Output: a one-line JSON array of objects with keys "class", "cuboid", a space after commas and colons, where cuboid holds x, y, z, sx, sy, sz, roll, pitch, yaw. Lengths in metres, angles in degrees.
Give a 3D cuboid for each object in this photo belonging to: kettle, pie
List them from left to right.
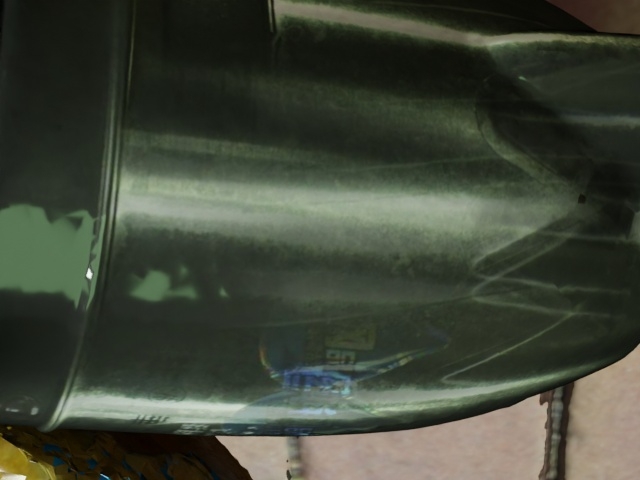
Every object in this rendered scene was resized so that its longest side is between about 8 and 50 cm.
[{"class": "pie", "cuboid": [-0.131, 0.109, 0.752, 0.273, 0.273, 0.069, 20, 93, -22]}, {"class": "kettle", "cuboid": [0.000, 0.000, 0.664, 0.324, 0.228, 0.321, 6, 144, -17]}]
